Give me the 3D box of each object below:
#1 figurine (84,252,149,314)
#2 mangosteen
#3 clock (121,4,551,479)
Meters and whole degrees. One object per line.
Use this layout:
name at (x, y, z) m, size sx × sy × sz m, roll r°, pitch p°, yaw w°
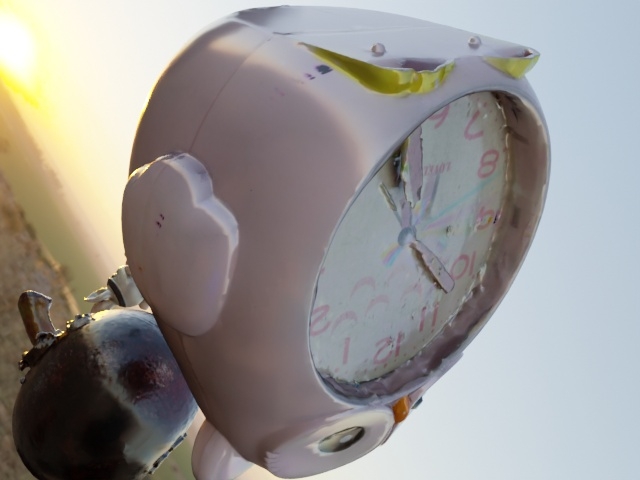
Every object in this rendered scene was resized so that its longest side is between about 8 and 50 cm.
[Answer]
figurine at (-0.262, 0.060, 1.167) m, size 0.098 × 0.146 × 0.081 m, roll -106°, pitch -177°, yaw -70°
mangosteen at (-0.274, 0.166, 0.954) m, size 0.261 × 0.235 × 0.235 m, roll 44°, pitch -13°, yaw 0°
clock at (0.000, 0.000, 0.672) m, size 0.250 × 0.368 × 0.376 m, roll 32°, pitch -56°, yaw 38°
